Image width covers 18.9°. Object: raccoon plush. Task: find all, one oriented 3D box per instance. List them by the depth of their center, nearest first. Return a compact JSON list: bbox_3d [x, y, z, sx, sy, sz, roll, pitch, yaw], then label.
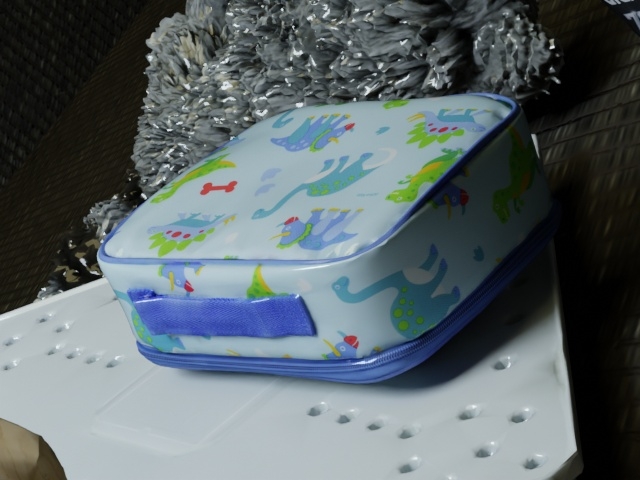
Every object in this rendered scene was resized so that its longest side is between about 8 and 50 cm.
[{"bbox_3d":[-0.008,-0.039,1.303,0.446,0.216,0.299,-67,21,-6],"label":"raccoon plush"}]

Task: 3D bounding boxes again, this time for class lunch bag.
[{"bbox_3d":[0.000,0.000,1.013,0.219,0.090,0.176,-1,30,43],"label":"lunch bag"}]

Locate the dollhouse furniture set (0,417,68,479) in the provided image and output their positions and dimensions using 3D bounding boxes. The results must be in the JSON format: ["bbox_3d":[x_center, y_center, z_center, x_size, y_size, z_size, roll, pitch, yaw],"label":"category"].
[{"bbox_3d":[-0.222,0.252,0.751,0.362,0.394,0.256,-59,-17,-24],"label":"dollhouse furniture set"}]

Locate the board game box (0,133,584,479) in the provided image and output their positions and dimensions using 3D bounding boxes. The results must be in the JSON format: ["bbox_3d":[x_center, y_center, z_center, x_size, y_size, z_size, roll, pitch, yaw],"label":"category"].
[{"bbox_3d":[-0.051,0.095,1.037,0.390,0.050,0.390,-19,23,12],"label":"board game box"}]

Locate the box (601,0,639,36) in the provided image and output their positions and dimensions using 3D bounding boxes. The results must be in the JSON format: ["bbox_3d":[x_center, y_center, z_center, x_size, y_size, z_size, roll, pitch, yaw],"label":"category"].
[{"bbox_3d":[0.314,-0.254,1.096,0.295,0.073,0.293,-52,14,-10],"label":"box"}]
